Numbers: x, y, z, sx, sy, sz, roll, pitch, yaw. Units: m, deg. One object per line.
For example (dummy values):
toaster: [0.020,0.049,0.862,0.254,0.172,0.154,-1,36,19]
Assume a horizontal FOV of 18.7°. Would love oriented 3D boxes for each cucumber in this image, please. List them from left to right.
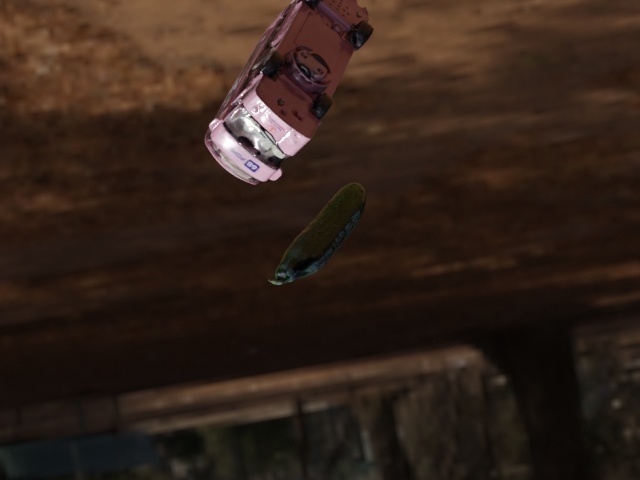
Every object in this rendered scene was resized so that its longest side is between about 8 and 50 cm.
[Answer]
cucumber: [0.000,0.000,1.733,0.037,0.037,0.155,-11,-153,41]

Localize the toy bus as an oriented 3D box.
toy bus: [-0.022,-0.122,1.445,0.090,0.063,0.203,-42,-166,34]
